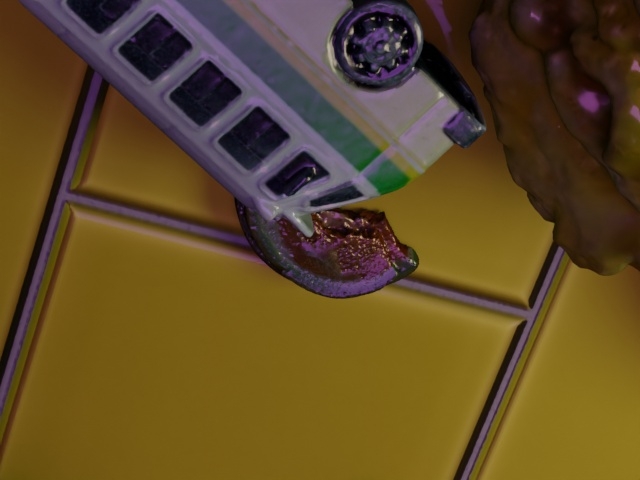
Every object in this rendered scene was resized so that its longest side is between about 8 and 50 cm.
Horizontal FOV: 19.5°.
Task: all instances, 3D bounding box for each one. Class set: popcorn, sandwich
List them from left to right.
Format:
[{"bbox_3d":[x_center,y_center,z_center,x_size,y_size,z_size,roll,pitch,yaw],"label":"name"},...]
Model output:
[{"bbox_3d":[0.001,0.002,1.227,0.135,0.029,0.067,23,112,-17],"label":"sandwich"},{"bbox_3d":[0.199,-0.109,1.096,0.225,0.174,0.286,31,144,25],"label":"popcorn"}]

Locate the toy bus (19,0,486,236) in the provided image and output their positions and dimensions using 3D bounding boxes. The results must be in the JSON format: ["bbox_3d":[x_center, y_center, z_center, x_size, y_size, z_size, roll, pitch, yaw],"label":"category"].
[{"bbox_3d":[-0.047,-0.131,1.101,0.164,0.134,0.276,-42,112,13],"label":"toy bus"}]
